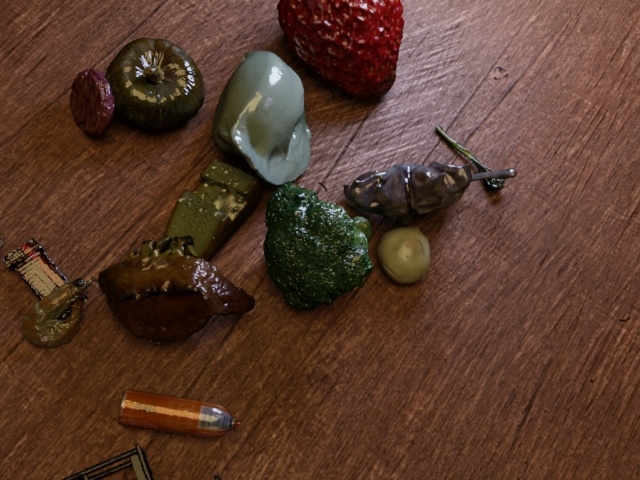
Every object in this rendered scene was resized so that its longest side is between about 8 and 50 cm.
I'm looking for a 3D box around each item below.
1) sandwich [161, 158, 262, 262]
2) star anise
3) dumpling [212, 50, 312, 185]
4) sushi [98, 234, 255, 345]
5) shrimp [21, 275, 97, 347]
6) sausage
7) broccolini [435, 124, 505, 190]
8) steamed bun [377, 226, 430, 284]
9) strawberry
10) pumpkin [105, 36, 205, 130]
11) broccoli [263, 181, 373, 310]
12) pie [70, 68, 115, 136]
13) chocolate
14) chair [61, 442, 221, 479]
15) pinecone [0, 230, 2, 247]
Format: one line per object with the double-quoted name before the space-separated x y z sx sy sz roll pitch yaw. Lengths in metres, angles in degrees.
"sandwich" -0.237 -0.048 1.742 0.122 0.128 0.236 30 66 12
"star anise" 0.217 -0.103 1.787 0.359 0.316 0.139 -5 100 28
"dumpling" -0.134 -0.281 1.814 0.211 0.270 0.321 19 72 22
"sushi" -0.297 0.099 1.657 0.296 0.167 0.179 -7 27 14
"shrimp" -0.513 0.141 1.644 0.180 0.041 0.099 -45 101 -5
"sausage" -0.273 0.342 1.610 0.234 0.071 0.071 10 67 -4
"broccolini" 0.353 -0.200 1.940 0.044 0.042 0.218 -35 76 -20
"steamed bun" 0.182 0.028 1.795 0.112 0.091 0.130 -4 70 -9
"strawberry" 0.067 -0.509 1.892 0.291 0.292 0.310 -41 73 -21
"pumpkin" -0.372 -0.350 1.820 0.218 0.162 0.219 3 73 -9
"broccoli" 0.000 0.000 1.723 0.269 0.254 0.269 19 63 -42
"pie" -0.500 -0.299 1.797 0.036 0.154 0.155 -10 68 -44
"chocolate" -0.565 0.080 1.690 0.182 0.028 0.086 44 66 6
"chair" -0.319 0.453 1.516 0.260 0.154 0.141 -21 74 -14
"pinecone" -0.691 -0.001 1.659 0.102 0.109 0.102 0 90 -20
